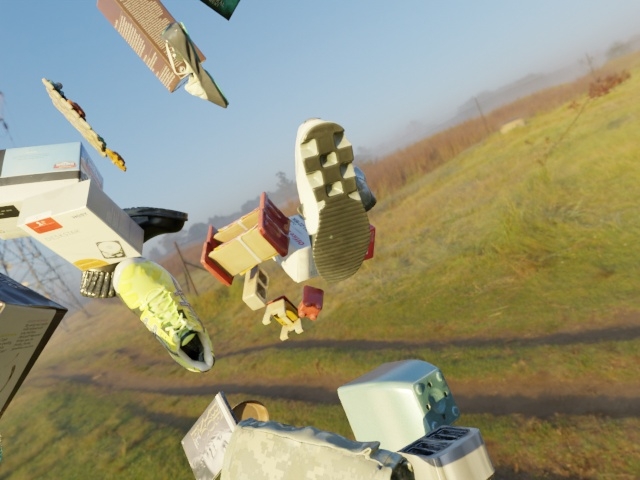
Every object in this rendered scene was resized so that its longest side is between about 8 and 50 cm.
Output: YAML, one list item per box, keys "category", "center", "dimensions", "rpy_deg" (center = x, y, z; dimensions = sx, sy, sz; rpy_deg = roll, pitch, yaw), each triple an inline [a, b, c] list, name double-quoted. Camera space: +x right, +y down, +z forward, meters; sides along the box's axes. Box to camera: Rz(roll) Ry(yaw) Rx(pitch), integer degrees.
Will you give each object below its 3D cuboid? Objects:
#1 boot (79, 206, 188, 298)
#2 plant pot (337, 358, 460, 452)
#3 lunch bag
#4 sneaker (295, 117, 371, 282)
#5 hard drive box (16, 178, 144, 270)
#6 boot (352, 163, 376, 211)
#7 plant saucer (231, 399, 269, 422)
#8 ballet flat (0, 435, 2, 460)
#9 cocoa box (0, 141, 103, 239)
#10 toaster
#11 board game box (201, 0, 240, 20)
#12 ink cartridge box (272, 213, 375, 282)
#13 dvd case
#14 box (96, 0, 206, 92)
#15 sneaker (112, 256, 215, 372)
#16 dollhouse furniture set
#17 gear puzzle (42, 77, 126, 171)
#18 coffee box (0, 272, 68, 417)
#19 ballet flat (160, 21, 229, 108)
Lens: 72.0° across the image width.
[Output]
- category: "boot"
  center: [-0.557, 0.037, 1.324]
  dimensions: [0.347, 0.261, 0.131]
  rpy_deg: [-4, 0, 8]
- category: "plant pot"
  center: [0.252, 0.489, 1.300]
  dimensions: [0.247, 0.247, 0.252]
  rpy_deg: [-11, -17, -43]
- category: "lunch bag"
  center: [0.002, 0.375, 0.558]
  dimensions: [0.235, 0.288, 0.168]
  rpy_deg: [-1, 2, 32]
- category: "sneaker"
  center: [0.016, -0.080, 0.879]
  dimensions: [0.122, 0.331, 0.146]
  rpy_deg: [-12, 25, -12]
- category: "hard drive box"
  center: [-0.594, -0.031, 1.117]
  dimensions: [0.180, 0.089, 0.232]
  rpy_deg: [-15, -34, 7]
- category: "boot"
  center: [0.076, -0.204, 1.331]
  dimensions: [0.083, 0.161, 0.247]
  rpy_deg: [-39, 43, 10]
- category: "plant saucer"
  center: [-0.272, 0.650, 1.541]
  dimensions: [0.198, 0.199, 0.036]
  rpy_deg: [-25, 21, -34]
- category: "ballet flat"
  center: [-0.707, 0.328, 0.828]
  dimensions: [0.123, 0.123, 0.348]
  rpy_deg: [-25, 34, -38]
- category: "cocoa box"
  center: [-0.974, -0.174, 1.539]
  dimensions: [0.346, 0.228, 0.232]
  rpy_deg: [-8, -27, -9]
- category: "toaster"
  center: [0.278, 0.504, 0.989]
  dimensions: [0.167, 0.110, 0.185]
  rpy_deg: [-13, -9, -32]
- category: "board game box"
  center: [-0.228, -0.570, 0.940]
  dimensions: [0.126, 0.026, 0.186]
  rpy_deg: [-53, -20, 17]
- category: "ink cartridge box"
  center: [0.000, 0.000, 1.344]
  dimensions: [0.272, 0.114, 0.197]
  rpy_deg: [-17, 35, -27]
- category: "dvd case"
  center: [-0.309, 0.572, 1.257]
  dimensions: [0.018, 0.164, 0.221]
  rpy_deg: [20, -68, -50]
- category: "box"
  center: [-0.609, -0.749, 1.592]
  dimensions: [0.143, 0.381, 0.191]
  rpy_deg: [-49, 23, -20]
- category: "sneaker"
  center: [-0.392, 0.198, 1.173]
  dimensions: [0.147, 0.385, 0.145]
  rpy_deg: [12, 50, 49]
- category: "dollhouse furniture set"
  center: [-0.124, 0.082, 1.202]
  dimensions: [0.201, 0.374, 0.152]
  rpy_deg: [-26, 35, 19]
- category: "gear puzzle"
  center: [-0.725, -0.355, 1.387]
  dimensions: [0.044, 0.339, 0.175]
  rpy_deg: [-44, 3, -22]
- category: "coffee box"
  center: [-0.443, 0.164, 0.461]
  dimensions: [0.298, 0.168, 0.119]
  rpy_deg: [-62, -6, -11]
- category: "ballet flat"
  center: [-0.282, -0.371, 0.974]
  dimensions: [0.074, 0.203, 0.074]
  rpy_deg: [-20, 35, 14]
